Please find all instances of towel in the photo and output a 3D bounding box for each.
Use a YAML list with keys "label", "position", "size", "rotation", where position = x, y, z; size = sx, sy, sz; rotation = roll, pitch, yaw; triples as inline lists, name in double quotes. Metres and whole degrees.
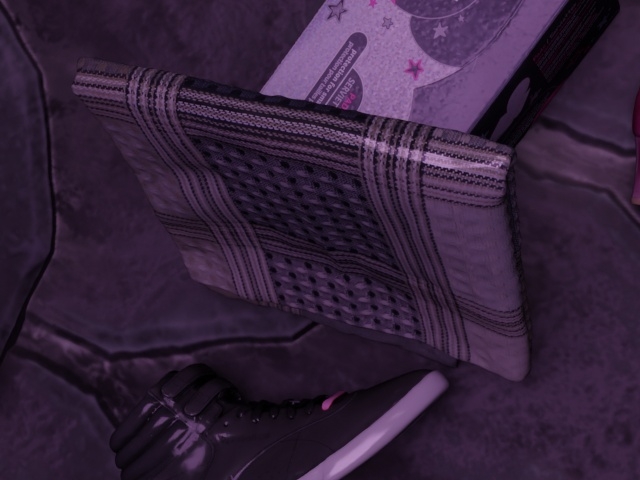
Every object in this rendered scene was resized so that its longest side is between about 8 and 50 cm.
- label: "towel"
  position: [0.000, 0.000, 0.931]
  size: [0.312, 0.324, 0.056]
  rotation: [14, 66, 19]

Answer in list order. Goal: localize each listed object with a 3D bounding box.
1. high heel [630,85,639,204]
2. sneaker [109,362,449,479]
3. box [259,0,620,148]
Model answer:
- label: "high heel"
  position: [0.350, -0.071, 0.946]
  size: [0.244, 0.082, 0.117]
  rotation: [9, 96, 31]
- label: "sneaker"
  position: [-0.049, 0.144, 1.029]
  size: [0.296, 0.104, 0.147]
  rotation: [-33, 80, 16]
- label: "box"
  position: [0.090, -0.145, 1.005]
  size: [0.163, 0.142, 0.247]
  rotation: [39, 95, 18]
